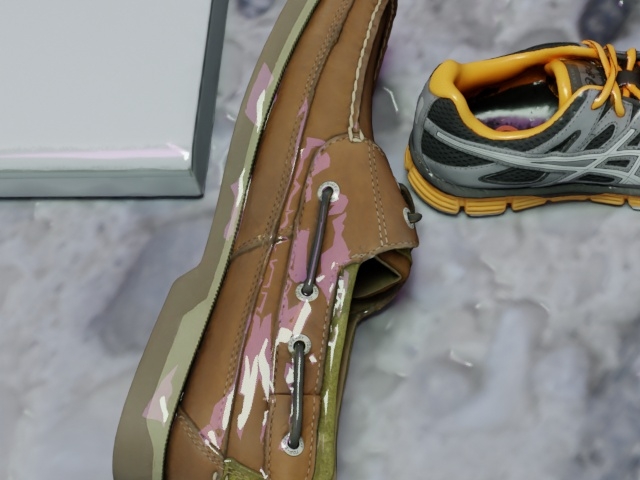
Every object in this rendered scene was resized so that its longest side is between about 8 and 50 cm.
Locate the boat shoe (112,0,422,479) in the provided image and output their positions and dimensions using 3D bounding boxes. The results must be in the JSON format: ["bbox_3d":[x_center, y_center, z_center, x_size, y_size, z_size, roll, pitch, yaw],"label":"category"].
[{"bbox_3d":[0.000,0.000,0.778,0.104,0.111,0.307,14,72,12],"label":"boat shoe"}]

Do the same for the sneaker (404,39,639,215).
[{"bbox_3d":[0.149,-0.066,0.803,0.215,0.083,0.084,-11,57,0],"label":"sneaker"}]

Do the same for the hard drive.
[{"bbox_3d":[-0.211,-0.117,0.910,0.307,0.040,0.203,0,59,8],"label":"hard drive"}]
